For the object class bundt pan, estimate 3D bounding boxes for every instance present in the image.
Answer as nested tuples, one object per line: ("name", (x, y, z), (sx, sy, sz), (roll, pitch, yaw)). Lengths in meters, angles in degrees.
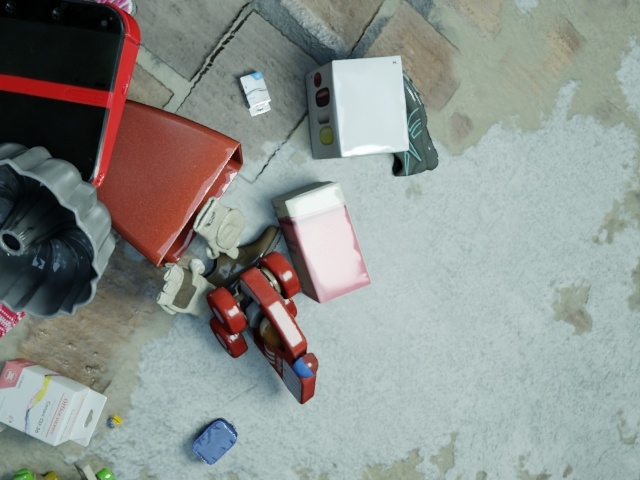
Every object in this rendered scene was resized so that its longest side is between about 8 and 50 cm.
("bundt pan", (-0.503, -0.029, 1.243), (0.331, 0.124, 0.330), (9, 126, 12))

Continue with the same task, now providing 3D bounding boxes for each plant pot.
("plant pot", (-0.322, -0.123, 1.390), (0.236, 0.267, 0.267), (34, 85, -3))

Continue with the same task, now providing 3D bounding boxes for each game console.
("game console", (-0.537, -0.286, 1.310), (0.387, 0.060, 0.341), (11, 87, 11))

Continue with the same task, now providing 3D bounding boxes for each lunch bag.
("lunch bag", (-0.225, 0.430, 1.556), (0.098, 0.065, 0.067), (-42, 89, -8))

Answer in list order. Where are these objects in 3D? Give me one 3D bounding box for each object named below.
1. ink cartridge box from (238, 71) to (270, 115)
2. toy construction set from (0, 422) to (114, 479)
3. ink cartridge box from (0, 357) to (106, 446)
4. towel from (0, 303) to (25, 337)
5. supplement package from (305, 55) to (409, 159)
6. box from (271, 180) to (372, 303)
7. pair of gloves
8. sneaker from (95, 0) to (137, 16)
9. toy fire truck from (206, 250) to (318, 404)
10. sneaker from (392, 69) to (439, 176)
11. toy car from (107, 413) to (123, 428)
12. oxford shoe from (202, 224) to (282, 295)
("ink cartridge box", (-0.138, -0.313, 1.535), (0.048, 0.028, 0.083), (-23, 101, -14))
("toy construction set", (-0.555, 0.483, 1.406), (0.237, 0.257, 0.308), (-37, 94, -28))
("ink cartridge box", (-0.538, 0.323, 1.412), (0.198, 0.067, 0.115), (21, 88, 7))
("towel", (-0.651, 0.075, 1.414), (0.275, 0.031, 0.199), (-46, 104, -8))
("supplement package", (0.071, -0.273, 1.511), (0.149, 0.203, 0.194), (-8, 96, -16))
("box", (0.000, 0.000, 1.541), (0.127, 0.149, 0.232), (-21, 100, -13))
("pair of gloves", (-0.230, 0.037, 1.399), (0.042, 0.204, 0.240), (27, 89, 21))
("sneaker", (-0.427, -0.496, 1.419), (0.170, 0.075, 0.063), (41, 100, 6))
("toy fire truck", (-0.089, 0.187, 1.444), (0.169, 0.302, 0.254), (-34, 69, -21))
("sneaker", (0.182, -0.249, 1.573), (0.106, 0.101, 0.267), (-22, 125, 1))
("toy car", (-0.477, 0.369, 1.481), (0.122, 0.060, 0.040), (34, 116, -10))
("oxford shoe", (-0.176, 0.038, 1.528), (0.227, 0.083, 0.096), (-44, 101, -10))
